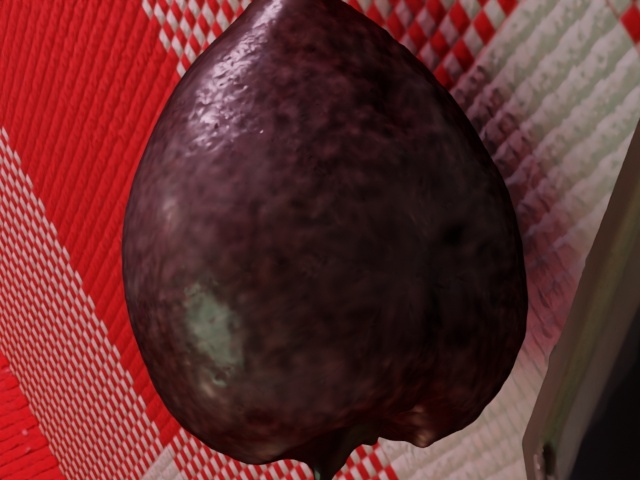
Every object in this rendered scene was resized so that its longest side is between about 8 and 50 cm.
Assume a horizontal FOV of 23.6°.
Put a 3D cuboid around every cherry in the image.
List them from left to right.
[{"bbox_3d":[0.000,0.000,0.860,0.203,0.230,0.300,160,104,-64],"label":"cherry"}]

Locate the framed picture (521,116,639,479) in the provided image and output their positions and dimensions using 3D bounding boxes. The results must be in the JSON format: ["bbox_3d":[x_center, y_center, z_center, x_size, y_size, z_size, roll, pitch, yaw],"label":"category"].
[{"bbox_3d":[0.135,0.068,0.453,0.446,0.028,0.326,100,170,-47],"label":"framed picture"}]
